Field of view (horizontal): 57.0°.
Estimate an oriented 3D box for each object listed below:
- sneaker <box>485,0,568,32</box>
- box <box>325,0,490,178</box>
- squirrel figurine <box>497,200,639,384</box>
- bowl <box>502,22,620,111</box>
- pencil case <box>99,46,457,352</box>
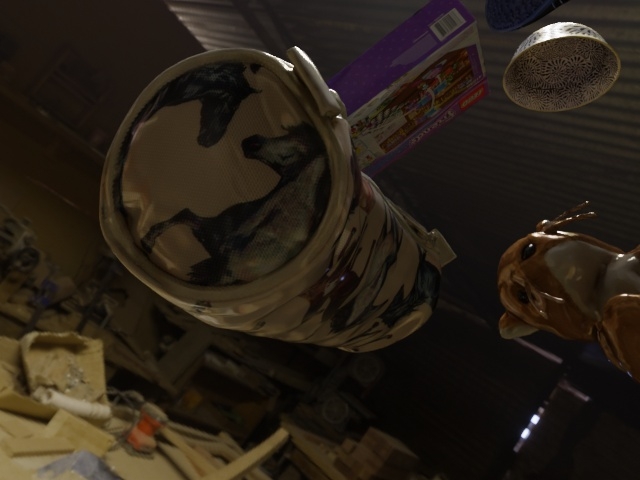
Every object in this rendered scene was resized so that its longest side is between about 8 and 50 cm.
[{"bbox_3d":[0.306,-0.329,0.731,0.232,0.091,0.081,162,-84,-67],"label":"sneaker"},{"bbox_3d":[0.066,-0.152,0.737,0.057,0.293,0.201,59,12,18],"label":"box"},{"bbox_3d":[0.432,0.104,0.773,0.371,0.280,0.397,12,-10,39],"label":"squirrel figurine"},{"bbox_3d":[0.375,-0.287,0.930,0.170,0.080,0.170,5,-25,2],"label":"bowl"},{"bbox_3d":[0.000,0.000,0.505,0.160,0.183,0.410,49,5,23],"label":"pencil case"}]
